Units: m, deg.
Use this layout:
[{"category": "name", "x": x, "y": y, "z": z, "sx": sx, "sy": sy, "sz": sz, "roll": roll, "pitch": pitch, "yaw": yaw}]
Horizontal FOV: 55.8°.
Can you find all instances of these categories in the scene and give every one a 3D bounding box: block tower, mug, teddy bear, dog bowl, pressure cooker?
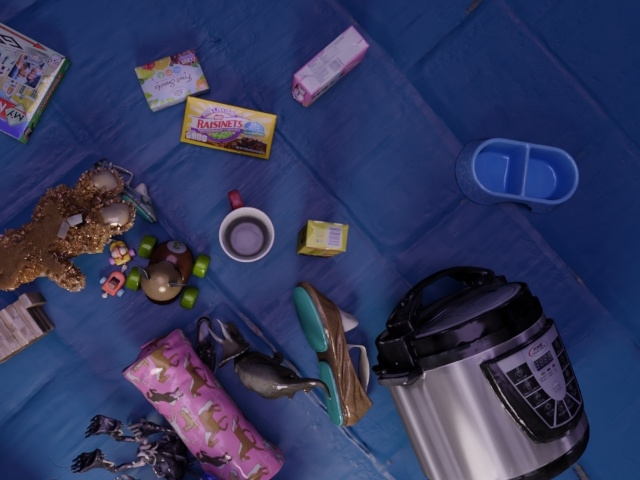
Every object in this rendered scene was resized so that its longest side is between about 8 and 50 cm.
[{"category": "block tower", "x": -0.729, "y": 0.241, "z": 1.276, "sx": 0.335, "sy": 0.091, "sz": 0.097, "roll": -36, "pitch": 92, "yaw": -7}, {"category": "mug", "x": -0.157, "y": -0.025, "z": 1.318, "sx": 0.113, "sy": 0.169, "sz": 0.150, "roll": 10, "pitch": 85, "yaw": -6}, {"category": "teddy bear", "x": -0.535, "y": -0.015, "z": 1.281, "sx": 0.245, "sy": 0.113, "sz": 0.338, "roll": 42, "pitch": 91, "yaw": 18}, {"category": "dog bowl", "x": 0.477, "y": -0.161, "z": 1.449, "sx": 0.297, "sy": 0.074, "sz": 0.166, "roll": 8, "pitch": 86, "yaw": -6}, {"category": "pressure cooker", "x": 0.311, "y": 0.267, "z": 1.260, "sx": 0.375, "sy": 0.370, "sz": 0.421, "roll": -22, "pitch": 89, "yaw": 9}]

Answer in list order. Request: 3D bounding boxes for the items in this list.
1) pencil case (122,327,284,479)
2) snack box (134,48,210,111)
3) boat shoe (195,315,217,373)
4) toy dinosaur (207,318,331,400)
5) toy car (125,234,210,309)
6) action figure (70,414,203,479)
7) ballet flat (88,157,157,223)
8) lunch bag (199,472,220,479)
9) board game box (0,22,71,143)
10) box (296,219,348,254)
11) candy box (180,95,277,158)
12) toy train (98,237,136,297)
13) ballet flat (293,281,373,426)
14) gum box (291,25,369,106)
[{"category": "pencil case", "x": -0.246, "y": 0.365, "z": 1.276, "sx": 0.386, "sy": 0.167, "sz": 0.160, "roll": 51, "pitch": 38, "yaw": -3}, {"category": "snack box", "x": -0.338, "y": -0.366, "z": 1.382, "sx": 0.141, "sy": 0.037, "sz": 0.100, "roll": -22, "pitch": 91, "yaw": -7}, {"category": "boat shoe", "x": -0.260, "y": 0.240, "z": 1.355, "sx": 0.049, "sy": 0.040, "sz": 0.142, "roll": -5, "pitch": 87, "yaw": -7}, {"category": "toy dinosaur", "x": -0.115, "y": 0.292, "z": 1.287, "sx": 0.160, "sy": 0.313, "sz": 0.121, "roll": 21, "pitch": 95, "yaw": -47}, {"category": "toy car", "x": -0.330, "y": 0.068, "z": 1.281, "sx": 0.155, "sy": 0.188, "sz": 0.149, "roll": 20, "pitch": 85, "yaw": -7}, {"category": "action figure", "x": -0.378, "y": 0.455, "z": 1.282, "sx": 0.275, "sy": 0.140, "sz": 0.164, "roll": 36, "pitch": 50, "yaw": -40}, {"category": "ballet flat", "x": -0.427, "y": -0.116, "z": 1.347, "sx": 0.188, "sy": 0.070, "sz": 0.070, "roll": 39, "pitch": 83, "yaw": -6}, {"category": "lunch bag", "x": -0.160, "y": 0.631, "z": 1.181, "sx": 0.293, "sy": 0.138, "sz": 0.221, "roll": 33, "pitch": 96, "yaw": -21}, {"category": "board game box", "x": -0.749, "y": -0.382, "z": 1.331, "sx": 0.317, "sy": 0.046, "sz": 0.214, "roll": 27, "pitch": 83, "yaw": -5}, {"category": "box", "x": 0.000, "y": 0.000, "z": 1.303, "sx": 0.087, "sy": 0.232, "sz": 0.058, "roll": 7, "pitch": 83, "yaw": -7}, {"category": "candy box", "x": -0.210, "y": -0.258, "z": 1.382, "sx": 0.205, "sy": 0.027, "sz": 0.105, "roll": 11, "pitch": 102, "yaw": -7}, {"category": "toy train", "x": -0.485, "y": 0.044, "z": 1.337, "sx": 0.166, "sy": 0.046, "sz": 0.125, "roll": 40, "pitch": 83, "yaw": -3}, {"category": "ballet flat", "x": 0.041, "y": 0.244, "z": 1.366, "sx": 0.124, "sy": 0.116, "sz": 0.343, "roll": -18, "pitch": 89, "yaw": -28}, {"category": "gum box", "x": 0.015, "y": -0.394, "z": 1.390, "sx": 0.188, "sy": 0.107, "sz": 0.062, "roll": -42, "pitch": 92, "yaw": -7}]
